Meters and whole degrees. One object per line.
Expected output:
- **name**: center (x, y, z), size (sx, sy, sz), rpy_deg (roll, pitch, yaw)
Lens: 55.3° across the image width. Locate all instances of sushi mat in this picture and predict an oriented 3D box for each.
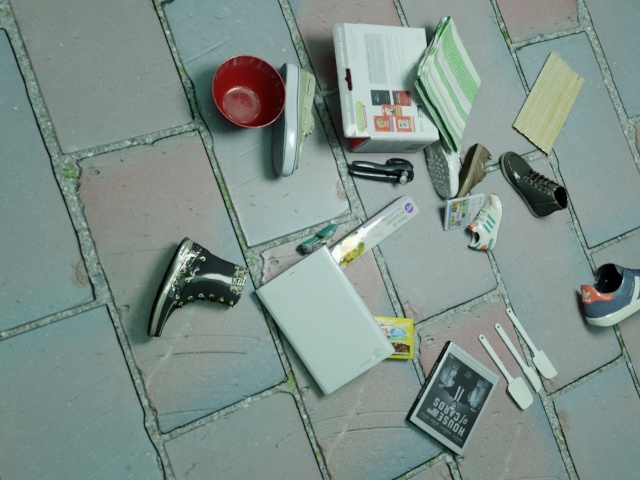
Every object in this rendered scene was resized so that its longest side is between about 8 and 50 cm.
- **sushi mat**: center (0.705, -0.422, 1.874), size (0.151, 0.019, 0.317), rpy_deg (35, 72, -11)

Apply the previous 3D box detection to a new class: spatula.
- **spatula**: center (0.547, 0.325, 1.697), size (0.168, 0.019, 0.242), rpy_deg (-36, 95, -20)

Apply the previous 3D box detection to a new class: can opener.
- **can opener**: center (0.165, -0.183, 1.629), size (0.185, 0.073, 0.059), rpy_deg (-1, 121, -17)

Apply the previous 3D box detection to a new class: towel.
- **towel**: center (0.353, -0.431, 1.649), size (0.248, 0.038, 0.325), rpy_deg (52, 45, -30)

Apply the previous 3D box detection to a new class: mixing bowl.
- **mixing bowl**: center (-0.183, -0.349, 1.499), size (0.181, 0.098, 0.182), rpy_deg (3, 80, -18)

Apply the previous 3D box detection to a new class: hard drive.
- **hard drive**: center (0.012, 0.192, 1.475), size (0.203, 0.040, 0.308), rpy_deg (-33, 93, 4)

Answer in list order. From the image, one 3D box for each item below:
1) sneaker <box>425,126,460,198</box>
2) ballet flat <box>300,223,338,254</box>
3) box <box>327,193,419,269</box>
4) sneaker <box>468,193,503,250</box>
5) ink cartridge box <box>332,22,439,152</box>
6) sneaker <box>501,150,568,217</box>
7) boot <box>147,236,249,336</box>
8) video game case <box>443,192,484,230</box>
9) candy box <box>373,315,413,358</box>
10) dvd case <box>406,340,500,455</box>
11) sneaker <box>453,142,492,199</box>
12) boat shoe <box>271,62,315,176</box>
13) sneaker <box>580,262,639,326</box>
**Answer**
- **sneaker**: center (0.350, -0.234, 1.684), size (0.094, 0.090, 0.235), rpy_deg (-9, 86, -30)
- **ballet flat**: center (0.000, 0.000, 1.546), size (0.114, 0.041, 0.041), rpy_deg (-33, 93, -21)
- **box**: center (0.114, -0.009, 1.569), size (0.324, 0.067, 0.063), rpy_deg (-36, 96, -22)
- **sneaker**: center (0.450, -0.050, 1.684), size (0.075, 0.057, 0.162), rpy_deg (2, 105, -15)
- **ink cartridge box**: center (0.147, -0.397, 1.608), size (0.271, 0.130, 0.310), rpy_deg (-2, 82, -21)
- **sneaker**: center (0.618, -0.174, 1.748), size (0.083, 0.118, 0.222), rpy_deg (-40, 96, -21)
- **boot**: center (-0.278, 0.130, 1.396), size (0.178, 0.085, 0.237), rpy_deg (24, 74, -17)
- **video game case**: center (0.396, -0.080, 1.687), size (0.121, 0.011, 0.087), rpy_deg (-12, 120, -21)
- **candy box**: center (0.141, 0.246, 1.559), size (0.205, 0.027, 0.105), rpy_deg (6, 76, -19)
- **dvd case**: center (0.351, 0.413, 1.607), size (0.179, 0.029, 0.239), rpy_deg (37, 71, -10)
- **sneaker**: center (0.432, -0.183, 1.711), size (0.071, 0.066, 0.189), rpy_deg (30, 73, -14)
- **boat shoe**: center (-0.060, -0.304, 1.534), size (0.094, 0.109, 0.303), rpy_deg (8, 77, -22)
- **sneaker**: center (0.911, 0.115, 1.801), size (0.349, 0.131, 0.148), rpy_deg (-26, 95, -21)
